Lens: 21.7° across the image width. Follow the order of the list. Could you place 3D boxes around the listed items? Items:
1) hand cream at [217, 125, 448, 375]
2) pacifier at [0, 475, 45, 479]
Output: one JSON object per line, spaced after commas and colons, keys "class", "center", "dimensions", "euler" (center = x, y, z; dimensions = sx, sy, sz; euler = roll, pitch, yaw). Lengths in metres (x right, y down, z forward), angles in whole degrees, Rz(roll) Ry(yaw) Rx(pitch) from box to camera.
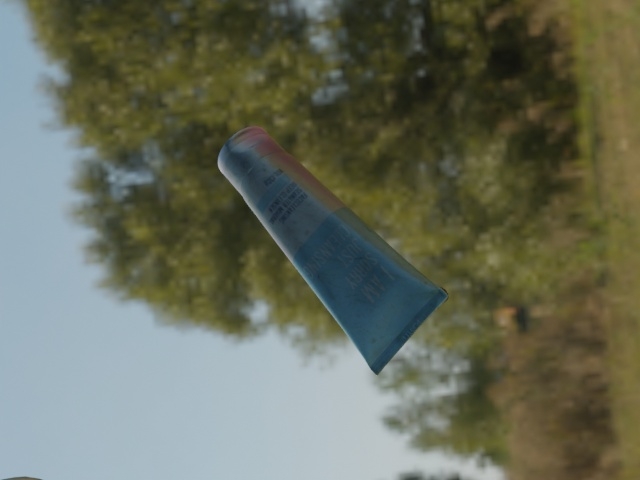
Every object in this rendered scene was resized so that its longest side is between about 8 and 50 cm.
{"class": "hand cream", "center": [0.000, 0.000, 1.748], "dimensions": [0.312, 0.111, 0.070], "euler": [46, -171, 34]}
{"class": "pacifier", "center": [-0.196, 0.262, 0.973], "dimensions": [0.220, 0.332, 0.273], "euler": [44, -152, -27]}
